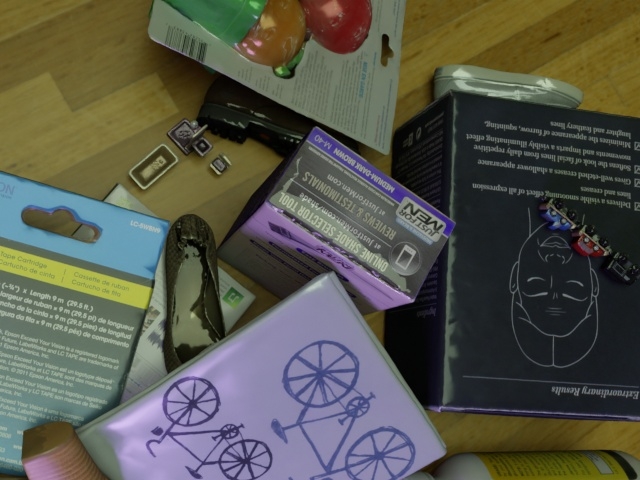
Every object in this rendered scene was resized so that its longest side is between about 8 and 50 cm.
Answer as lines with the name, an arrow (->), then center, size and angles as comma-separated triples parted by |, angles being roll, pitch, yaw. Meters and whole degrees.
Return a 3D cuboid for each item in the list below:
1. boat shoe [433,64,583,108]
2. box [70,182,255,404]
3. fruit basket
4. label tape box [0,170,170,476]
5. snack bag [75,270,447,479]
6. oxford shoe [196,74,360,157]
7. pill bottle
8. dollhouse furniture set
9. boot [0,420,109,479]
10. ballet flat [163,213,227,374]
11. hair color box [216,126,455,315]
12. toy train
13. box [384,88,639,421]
boat shoe -> 0.271, -0.201, 1.297 | 0.227, 0.079, 0.081 | 7, 89, -9
box -> -0.270, 0.122, 1.110 | 0.232, 0.058, 0.322 | 41, 73, -6
fruit basket -> -0.042, -0.308, 1.181 | 0.353, 0.165, 0.327 | 25, 57, -29
label tape box -> -0.332, 0.109, 1.007 | 0.240, 0.106, 0.334 | 17, 80, -13
snack bag -> -0.058, 0.231, 1.007 | 0.342, 0.037, 0.323 | -33, 122, 2
oxford shoe -> -0.045, -0.166, 1.199 | 0.227, 0.083, 0.096 | 20, 73, -13
pill bottle -> 0.254, 0.367, 1.145 | 0.333, 0.188, 0.188 | 3, 81, -14
dollhouse furniture set -> -0.182, -0.102, 1.151 | 0.114, 0.081, 0.091 | -43, 94, -16
boot -> -0.346, 0.312, 0.900 | 0.295, 0.104, 0.211 | -15, 115, -3
ballet flat -> -0.150, 0.090, 1.087 | 0.084, 0.058, 0.250 | -2, 82, -15
hair color box -> 0.000, 0.000, 1.051 | 0.185, 0.339, 0.110 | 34, 75, -8
toy train -> 0.326, 0.001, 1.083 | 0.158, 0.027, 0.036 | 39, 85, -7
box -> 0.259, 0.033, 1.183 | 0.293, 0.212, 0.396 | 6, 80, -15
